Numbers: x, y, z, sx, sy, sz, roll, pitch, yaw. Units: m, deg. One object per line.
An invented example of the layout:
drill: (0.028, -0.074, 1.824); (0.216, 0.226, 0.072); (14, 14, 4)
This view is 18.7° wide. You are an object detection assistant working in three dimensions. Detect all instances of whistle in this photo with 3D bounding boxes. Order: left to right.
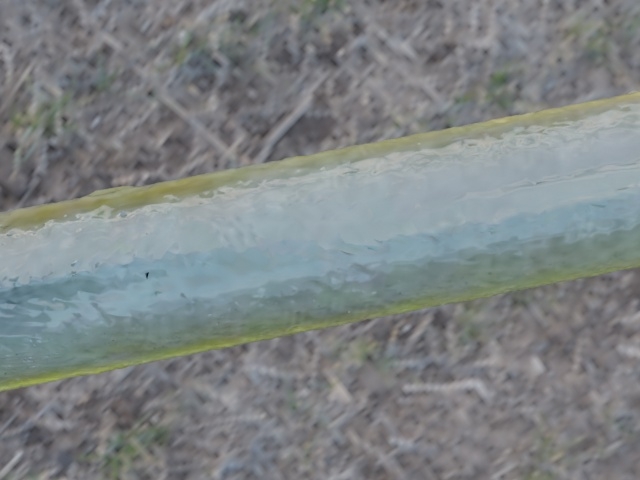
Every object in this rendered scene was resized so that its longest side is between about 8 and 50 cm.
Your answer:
whistle: (0.000, 0.001, 0.595); (0.326, 0.068, 0.057); (-10, 102, 0)
